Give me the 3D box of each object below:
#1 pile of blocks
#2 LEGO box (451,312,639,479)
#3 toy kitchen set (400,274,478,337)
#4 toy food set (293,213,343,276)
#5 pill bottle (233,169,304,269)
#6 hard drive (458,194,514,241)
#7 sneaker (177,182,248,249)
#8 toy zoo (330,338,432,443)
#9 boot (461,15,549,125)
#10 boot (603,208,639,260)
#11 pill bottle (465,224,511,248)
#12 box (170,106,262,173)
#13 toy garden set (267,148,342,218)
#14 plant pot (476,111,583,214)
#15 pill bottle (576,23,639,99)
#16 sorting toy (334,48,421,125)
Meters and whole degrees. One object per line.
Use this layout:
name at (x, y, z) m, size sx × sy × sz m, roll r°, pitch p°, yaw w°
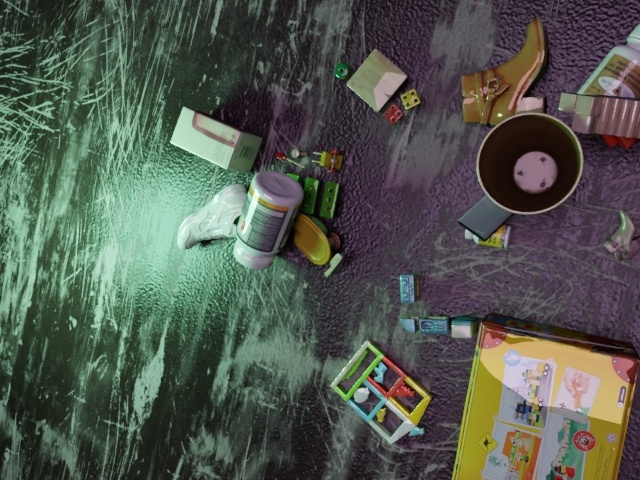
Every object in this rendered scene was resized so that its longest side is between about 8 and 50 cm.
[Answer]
pile of blocks at (0.733, -0.268, 1.441) m, size 0.361 × 0.149 × 0.113 m, roll 10°, pitch 109°, yaw 14°
LEGO box at (0.562, 0.478, 1.598) m, size 0.372 × 0.193 × 0.501 m, roll 11°, pitch 95°, yaw 22°
toy kitchen set at (0.322, 0.177, 1.729) m, size 0.207 × 0.122 × 0.166 m, roll -2°, pitch 90°, yaw 22°
toy food set at (0.000, 0.000, 1.894) m, size 0.218 × 0.071 × 0.128 m, roll 47°, pitch 138°, yaw 20°
pill bottle at (-0.163, -0.057, 1.871) m, size 0.162 × 0.162 × 0.279 m, roll 37°, pitch 126°, yaw 18°
hard drive at (0.451, -0.067, 1.680) m, size 0.135 × 0.022 × 0.094 m, roll -41°, pitch 56°, yaw -12°
sneaker at (-0.337, -0.047, 2.001) m, size 0.305 × 0.114 × 0.152 m, roll -38°, pitch 76°, yaw 19°
toy zoo at (0.193, 0.459, 1.838) m, size 0.293 × 0.030 × 0.192 m, roll 40°, pitch 105°, yaw 16°
boot at (0.492, -0.446, 1.670) m, size 0.220 × 0.109 × 0.284 m, roll 4°, pitch 100°, yaw 26°
boot at (0.763, -0.010, 1.589) m, size 0.087 × 0.042 × 0.119 m, roll -33°, pitch 78°, yaw 22°
pill bottle at (0.457, -0.018, 1.701) m, size 0.116 × 0.065 × 0.065 m, roll 10°, pitch 95°, yaw 23°
box at (-0.327, -0.317, 1.974) m, size 0.232 × 0.148 × 0.127 m, roll 26°, pitch 100°, yaw 19°
toy garden set at (-0.046, -0.190, 1.917) m, size 0.244 × 0.049 × 0.204 m, roll 14°, pitch 98°, yaw 22°
plant pot at (0.530, -0.183, 1.566) m, size 0.237 × 0.254 × 0.237 m, roll 1°, pitch 92°, yaw 22°
pill bottle at (0.749, -0.405, 1.537) m, size 0.131 × 0.131 × 0.229 m, roll 40°, pitch 105°, yaw 17°
sorting toy at (0.176, -0.457, 1.819) m, size 0.274 × 0.046 × 0.132 m, roll 45°, pitch 106°, yaw 16°
